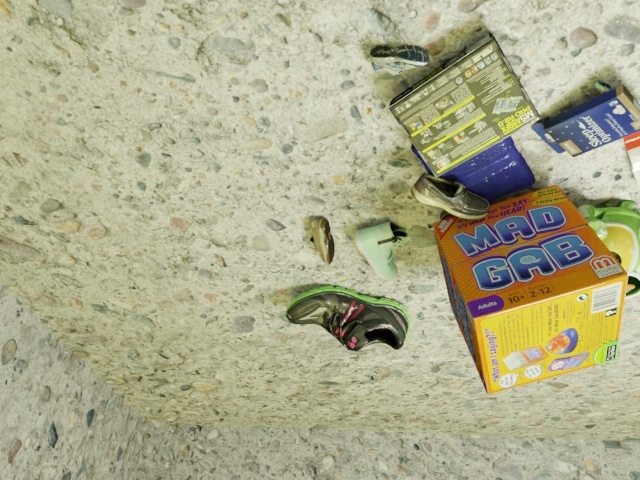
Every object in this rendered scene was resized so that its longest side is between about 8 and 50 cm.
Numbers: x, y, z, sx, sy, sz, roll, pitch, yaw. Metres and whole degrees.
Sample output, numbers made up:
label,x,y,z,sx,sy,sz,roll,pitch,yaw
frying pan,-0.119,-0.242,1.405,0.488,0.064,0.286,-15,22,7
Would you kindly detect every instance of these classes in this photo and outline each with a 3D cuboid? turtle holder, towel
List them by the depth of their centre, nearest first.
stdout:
label,x,y,z,sx,sy,sz,roll,pitch,yaw
towel,0.405,-0.211,1.356,0.227,0.076,0.308,-28,130,25
turtle holder,0.833,0.023,1.457,0.243,0.228,0.320,-4,140,13

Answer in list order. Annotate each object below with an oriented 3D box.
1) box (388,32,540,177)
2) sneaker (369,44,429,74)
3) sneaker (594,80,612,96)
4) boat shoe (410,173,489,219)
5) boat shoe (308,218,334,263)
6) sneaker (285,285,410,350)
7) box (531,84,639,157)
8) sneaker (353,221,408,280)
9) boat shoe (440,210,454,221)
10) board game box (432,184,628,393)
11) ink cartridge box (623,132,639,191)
label,x,y,z,sx,sy,sz,roll,pitch,yaw
box,0.328,-0.303,1.183,0.270,0.060,0.216,-30,111,28
sneaker,0.179,-0.407,1.162,0.135,0.052,0.058,8,152,9
sneaker,0.659,-0.327,1.199,0.098,0.038,0.069,24,137,-20
boat shoe,0.351,-0.118,1.341,0.223,0.080,0.073,15,140,-9
boat shoe,0.000,0.000,1.677,0.072,0.068,0.190,6,133,19
sneaker,0.105,0.304,1.918,0.482,0.202,0.185,8,140,-2
box,0.645,-0.273,1.232,0.136,0.037,0.225,29,150,-28
sneaker,0.232,0.039,1.662,0.151,0.094,0.256,-20,136,24
boat shoe,0.472,0.023,1.601,0.307,0.105,0.110,34,133,-30
board game box,0.550,0.135,1.394,0.356,0.356,0.357,-18,131,7
ink cartridge box,0.871,-0.237,1.272,0.189,0.066,0.232,-21,138,29
